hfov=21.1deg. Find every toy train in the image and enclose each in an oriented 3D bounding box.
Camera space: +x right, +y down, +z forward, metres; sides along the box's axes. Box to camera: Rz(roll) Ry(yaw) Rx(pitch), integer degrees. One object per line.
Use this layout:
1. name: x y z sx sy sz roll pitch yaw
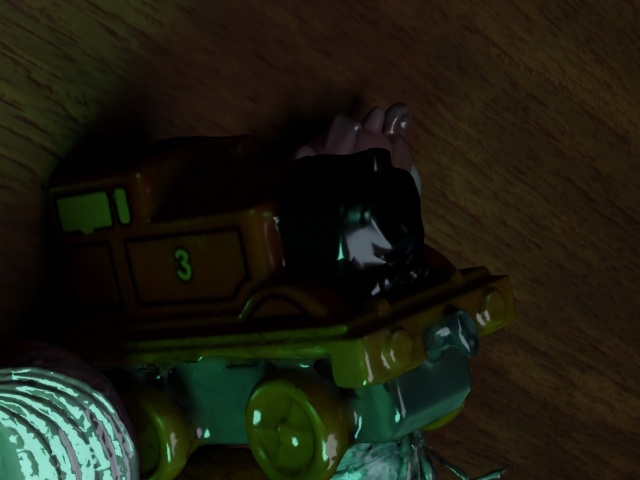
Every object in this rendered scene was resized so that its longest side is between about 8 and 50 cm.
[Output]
1. toy train: -0.054 0.041 1.166 0.163 0.369 0.232 -21 100 -45

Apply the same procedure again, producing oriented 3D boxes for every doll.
1. doll: 0.000 0.000 1.381 0.262 0.093 0.211 -54 150 -16

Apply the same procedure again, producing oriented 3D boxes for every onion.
1. onion: -0.238 0.195 1.146 0.227 0.120 0.284 4 102 -7

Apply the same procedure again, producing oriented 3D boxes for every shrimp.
1. shrimp: 0.073 0.234 1.557 0.137 0.172 0.372 -51 136 -25

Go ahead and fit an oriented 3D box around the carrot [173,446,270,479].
1. carrot: -0.137 0.227 1.342 0.302 0.114 0.114 -1 112 -49
